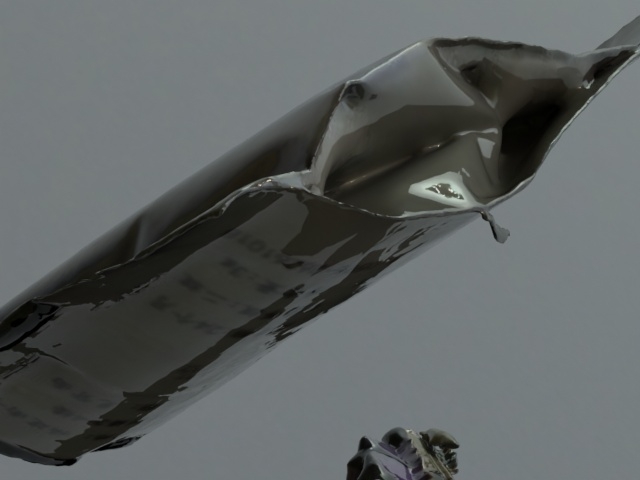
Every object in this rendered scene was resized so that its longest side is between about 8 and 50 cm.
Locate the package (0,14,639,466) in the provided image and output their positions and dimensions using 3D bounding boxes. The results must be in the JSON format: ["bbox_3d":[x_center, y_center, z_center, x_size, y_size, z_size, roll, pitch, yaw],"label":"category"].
[{"bbox_3d":[0.000,0.000,0.567,0.204,0.251,0.062,-32,-96,45],"label":"package"}]

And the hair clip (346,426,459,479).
[{"bbox_3d":[0.071,0.150,0.938,0.106,0.292,0.084,20,-86,-11],"label":"hair clip"}]
